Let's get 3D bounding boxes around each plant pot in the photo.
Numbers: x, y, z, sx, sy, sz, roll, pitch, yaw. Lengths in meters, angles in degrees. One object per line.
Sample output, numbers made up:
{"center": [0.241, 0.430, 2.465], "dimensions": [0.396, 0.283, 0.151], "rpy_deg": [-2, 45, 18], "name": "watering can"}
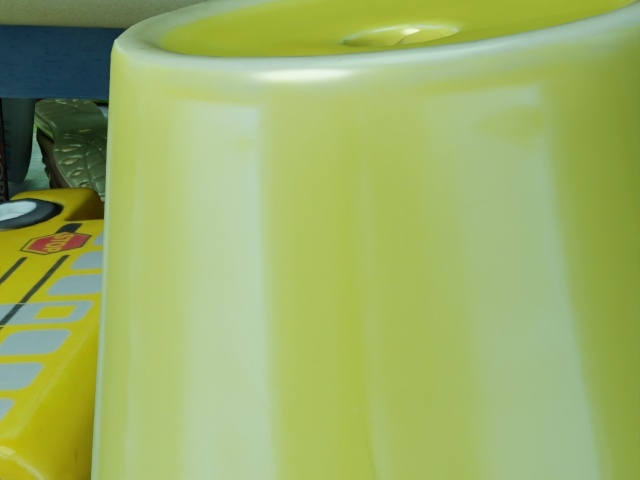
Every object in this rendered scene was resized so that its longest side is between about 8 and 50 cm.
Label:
{"center": [0.035, 0.046, 0.451], "dimensions": [0.254, 0.239, 0.254], "rpy_deg": [-6, 16, 2], "name": "plant pot"}

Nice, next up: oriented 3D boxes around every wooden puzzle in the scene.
{"center": [-0.094, -0.129, 0.837], "dimensions": [0.322, 0.080, 0.348], "rpy_deg": [0, 13, -19], "name": "wooden puzzle"}

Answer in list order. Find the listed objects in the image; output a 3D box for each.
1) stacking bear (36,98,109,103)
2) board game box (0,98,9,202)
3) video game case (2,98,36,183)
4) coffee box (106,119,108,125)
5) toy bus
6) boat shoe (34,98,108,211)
{"center": [-0.231, -0.215, 1.557], "dimensions": [0.289, 0.175, 0.164], "rpy_deg": [-6, 7, 35], "name": "stacking bear"}
{"center": [-0.209, 0.015, 0.795], "dimensions": [0.060, 0.194, 0.194], "rpy_deg": [-3, 3, 11], "name": "board game box"}
{"center": [-0.360, -0.134, 1.097], "dimensions": [0.300, 0.036, 0.329], "rpy_deg": [15, -15, -8], "name": "video game case"}
{"center": [-0.118, -0.077, 1.237], "dimensions": [0.113, 0.040, 0.184], "rpy_deg": [-18, 20, -37], "name": "coffee box"}
{"center": [-0.127, 0.067, 0.660], "dimensions": [0.130, 0.108, 0.333], "rpy_deg": [-4, 17, 9], "name": "toy bus"}
{"center": [-0.186, -0.057, 1.174], "dimensions": [0.064, 0.060, 0.178], "rpy_deg": [-7, 29, -20], "name": "boat shoe"}
